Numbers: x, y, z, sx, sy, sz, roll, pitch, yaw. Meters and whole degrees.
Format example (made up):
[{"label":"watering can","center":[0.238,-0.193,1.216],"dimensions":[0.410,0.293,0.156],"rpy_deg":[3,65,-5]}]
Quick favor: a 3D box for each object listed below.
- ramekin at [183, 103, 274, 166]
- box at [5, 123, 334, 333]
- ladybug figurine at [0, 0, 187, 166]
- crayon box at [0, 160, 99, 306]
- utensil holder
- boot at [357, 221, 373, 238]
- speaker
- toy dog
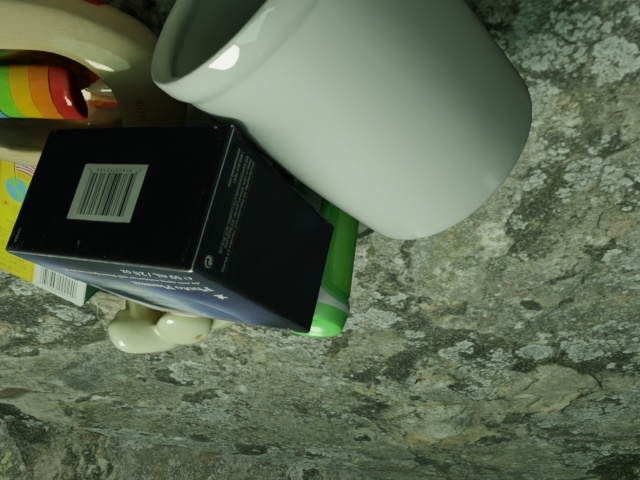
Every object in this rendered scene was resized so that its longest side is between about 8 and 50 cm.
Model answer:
[{"label":"ramekin","center":[-0.166,-0.152,0.959],"dimensions":[0.207,0.207,0.109],"rpy_deg":[-17,147,25]},{"label":"box","center":[-0.180,-0.004,0.795],"dimensions":[0.296,0.183,0.294],"rpy_deg":[4,162,27]},{"label":"ladybug figurine","center":[-0.418,-0.250,0.884],"dimensions":[0.449,0.162,0.305],"rpy_deg":[5,141,0]},{"label":"crayon box","center":[-0.506,-0.047,1.133],"dimensions":[0.202,0.081,0.318],"rpy_deg":[25,123,2]},{"label":"utensil holder","center":[0.042,-0.220,0.752],"dimensions":[0.327,0.328,0.385],"rpy_deg":[-29,134,35]},{"label":"boot","center":[0.083,-0.114,1.096],"dimensions":[0.161,0.083,0.246],"rpy_deg":[34,135,-15]},{"label":"speaker","center":[0.000,0.000,0.966],"dimensions":[0.131,0.297,0.131],"rpy_deg":[7,156,3]},{"label":"toy dog","center":[-0.183,0.043,1.149],"dimensions":[0.395,0.285,0.408],"rpy_deg":[23,138,-32]}]
